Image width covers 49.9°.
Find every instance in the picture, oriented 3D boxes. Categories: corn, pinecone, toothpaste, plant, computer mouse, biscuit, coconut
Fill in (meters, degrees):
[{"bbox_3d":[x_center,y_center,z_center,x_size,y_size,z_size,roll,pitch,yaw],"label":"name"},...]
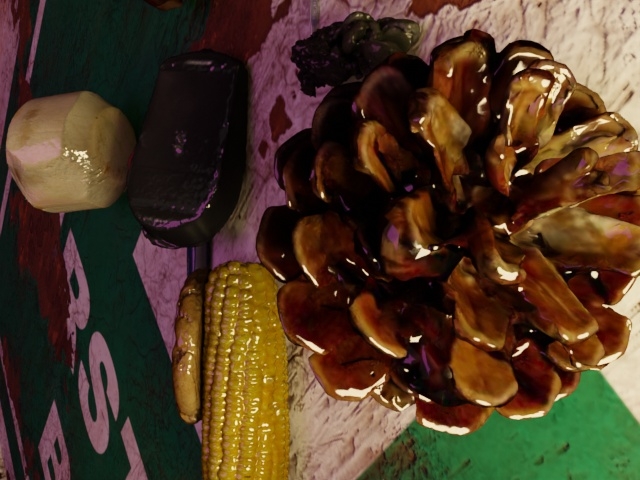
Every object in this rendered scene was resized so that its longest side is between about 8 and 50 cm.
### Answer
[{"bbox_3d":[-0.097,0.204,0.886,0.120,0.120,0.363,6,99,54],"label":"corn"},{"bbox_3d":[0.090,-0.010,0.511,0.296,0.242,0.298,-29,62,53],"label":"pinecone"},{"bbox_3d":[-0.194,0.059,1.086,0.057,0.035,0.197,-154,65,-68],"label":"toothpaste"},{"bbox_3d":[0.029,-0.202,0.733,0.174,0.087,0.085,2,69,50],"label":"plant"},{"bbox_3d":[-0.182,-0.129,1.003,0.168,0.087,0.295,11,87,29],"label":"computer mouse"},{"bbox_3d":[-0.171,0.145,0.956,0.226,0.042,0.225,-178,90,-90],"label":"biscuit"},{"bbox_3d":[-0.470,-0.158,1.282,0.241,0.241,0.241,4,95,54],"label":"coconut"}]

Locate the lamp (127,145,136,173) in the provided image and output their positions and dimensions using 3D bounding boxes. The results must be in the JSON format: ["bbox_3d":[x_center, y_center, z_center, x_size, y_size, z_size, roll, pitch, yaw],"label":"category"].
[{"bbox_3d":[-0.256,-0.114,1.103,0.092,0.108,0.107,-65,-23,-84],"label":"lamp"}]

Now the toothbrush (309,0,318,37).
[{"bbox_3d":[-0.008,-0.272,0.830,0.013,0.011,0.131,-149,61,-73],"label":"toothbrush"}]

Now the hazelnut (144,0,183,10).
[{"bbox_3d":[-0.233,-0.444,1.031,0.170,0.160,0.201,-49,15,29],"label":"hazelnut"}]
